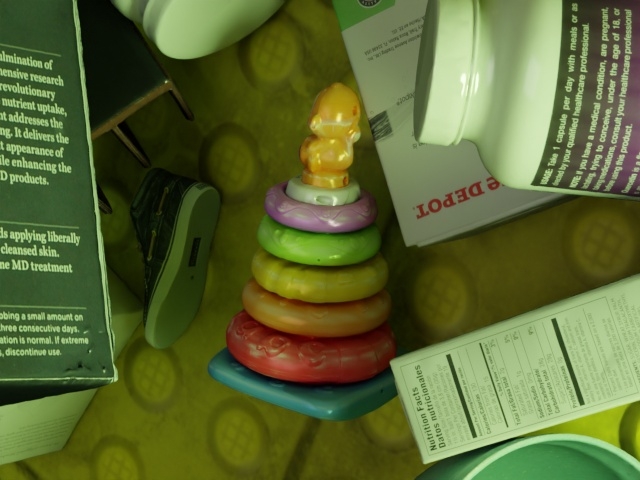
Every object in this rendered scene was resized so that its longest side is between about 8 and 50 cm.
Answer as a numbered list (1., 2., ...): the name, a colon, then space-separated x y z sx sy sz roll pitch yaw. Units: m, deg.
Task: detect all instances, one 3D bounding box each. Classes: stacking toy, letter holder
1. stacking toy: 0.000 0.000 1.567 0.165 0.175 0.302 18 114 33
2. letter holder: -0.266 -0.202 1.794 0.152 0.214 0.302 -34 71 0

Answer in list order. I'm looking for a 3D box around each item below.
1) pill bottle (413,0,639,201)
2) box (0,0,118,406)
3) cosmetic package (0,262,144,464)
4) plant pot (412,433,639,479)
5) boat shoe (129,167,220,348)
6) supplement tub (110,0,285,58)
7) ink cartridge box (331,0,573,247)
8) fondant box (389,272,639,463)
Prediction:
1. pill bottle: 0.241 -0.121 1.318 0.322 0.181 0.182 6 101 -3
2. box: -0.475 -0.063 1.594 0.479 0.297 0.472 -14 78 35
3. cosmetic package: -0.345 0.124 1.820 0.138 0.224 0.225 44 117 24
4. plant pot: 0.150 0.309 1.478 0.196 0.293 0.293 -4 93 62
5. boat shoe: -0.165 0.017 1.784 0.083 0.065 0.183 24 102 34
6. supplement tub: -0.158 -0.334 1.659 0.191 0.191 0.272 -46 69 30
7. ink cartridge box: 0.143 -0.151 1.511 0.198 0.114 0.273 -21 83 35
8. fondant box: 0.258 0.076 1.377 0.330 0.238 0.096 -21 84 35
